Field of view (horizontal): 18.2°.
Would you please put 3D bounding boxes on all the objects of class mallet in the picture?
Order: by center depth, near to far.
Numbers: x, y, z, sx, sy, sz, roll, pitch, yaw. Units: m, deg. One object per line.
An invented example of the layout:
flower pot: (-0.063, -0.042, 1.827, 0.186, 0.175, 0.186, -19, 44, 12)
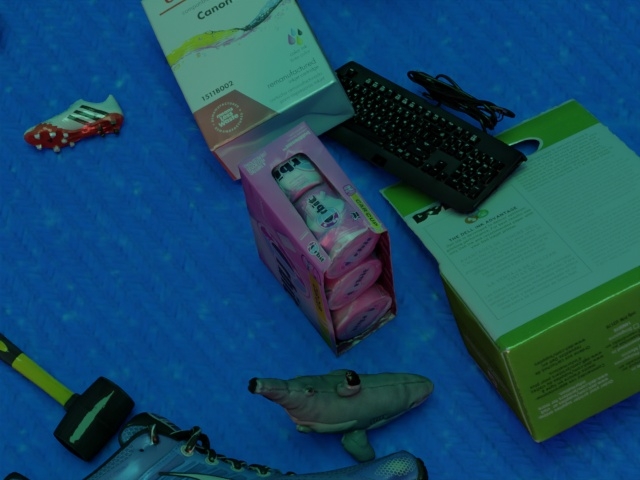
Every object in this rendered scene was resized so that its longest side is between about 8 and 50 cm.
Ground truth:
mallet: (-0.224, 0.091, 1.560, 0.062, 0.039, 0.189, -43, 67, -11)

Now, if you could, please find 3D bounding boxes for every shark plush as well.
shark plush: (0.008, 0.106, 1.481, 0.067, 0.161, 0.073, -31, 49, 37)

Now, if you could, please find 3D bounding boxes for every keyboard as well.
keyboard: (0.075, -0.100, 1.584, 0.192, 0.038, 0.100, 31, 65, 32)

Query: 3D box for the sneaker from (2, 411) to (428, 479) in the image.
sneaker: (-0.086, 0.187, 1.455, 0.330, 0.130, 0.147, -10, 72, 0)

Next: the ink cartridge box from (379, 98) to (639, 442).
ink cartridge box: (0.183, 0.013, 1.537, 0.188, 0.097, 0.255, -26, 34, -6)

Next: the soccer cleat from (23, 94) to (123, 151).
soccer cleat: (-0.203, -0.098, 1.639, 0.083, 0.029, 0.036, -14, 59, -5)

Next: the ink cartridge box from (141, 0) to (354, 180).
ink cartridge box: (-0.068, -0.163, 1.618, 0.115, 0.067, 0.198, -29, 63, 4)

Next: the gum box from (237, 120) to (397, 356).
gum box: (0.000, 0.000, 1.495, 0.062, 0.188, 0.107, -34, 69, -10)
